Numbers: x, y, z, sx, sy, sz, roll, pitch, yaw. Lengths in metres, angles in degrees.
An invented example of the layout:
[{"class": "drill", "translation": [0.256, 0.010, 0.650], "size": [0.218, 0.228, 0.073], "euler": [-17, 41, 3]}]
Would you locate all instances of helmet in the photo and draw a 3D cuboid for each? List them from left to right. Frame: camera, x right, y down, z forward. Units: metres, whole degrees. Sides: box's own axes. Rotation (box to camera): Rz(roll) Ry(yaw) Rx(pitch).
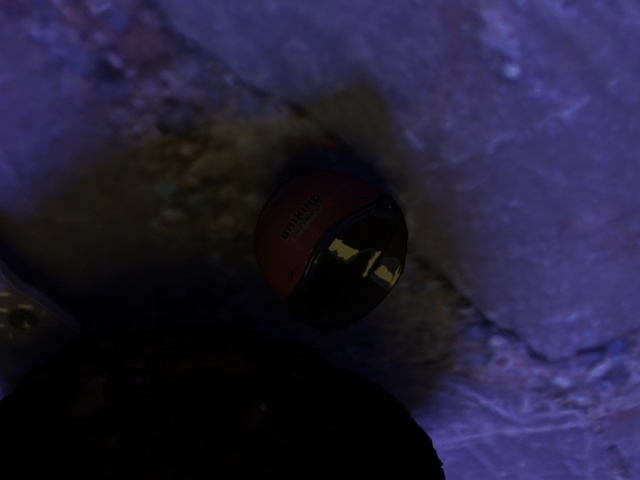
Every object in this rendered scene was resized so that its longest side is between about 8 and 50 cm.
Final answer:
[{"class": "helmet", "translation": [-0.001, 0.000, 0.535], "size": [0.065, 0.049, 0.084], "euler": [-47, 154, -9]}]

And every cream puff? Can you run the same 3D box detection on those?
[{"class": "cream puff", "translation": [-0.054, 0.136, 0.571], "size": [0.239, 0.164, 0.239], "euler": [-4, 132, -4]}]

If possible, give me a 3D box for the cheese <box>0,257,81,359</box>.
[{"class": "cheese", "translation": [-0.174, -0.008, 0.523], "size": [0.097, 0.037, 0.192], "euler": [-31, 126, 22]}]
